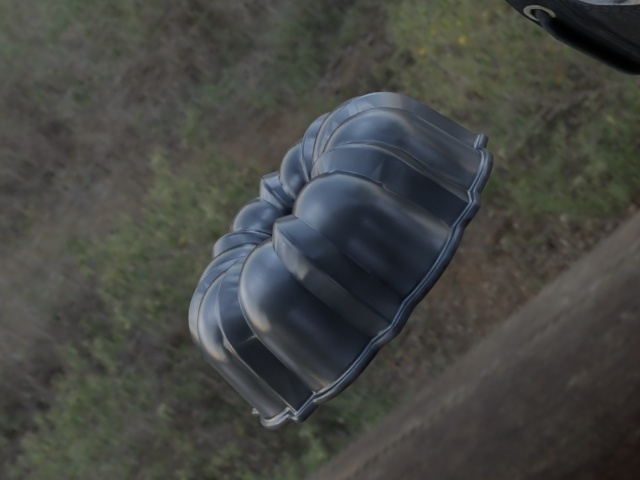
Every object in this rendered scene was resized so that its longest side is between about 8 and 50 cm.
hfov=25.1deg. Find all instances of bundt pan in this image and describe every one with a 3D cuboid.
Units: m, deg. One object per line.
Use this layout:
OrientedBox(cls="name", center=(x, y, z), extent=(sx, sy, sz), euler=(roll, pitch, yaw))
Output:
OrientedBox(cls="bundt pan", center=(0.000, 0.000, 1.283), extent=(0.331, 0.124, 0.331), euler=(-48, 14, 17))

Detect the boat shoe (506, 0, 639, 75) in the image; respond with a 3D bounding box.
OrientedBox(cls="boat shoe", center=(0.263, -0.154, 0.763), extent=(0.156, 0.500, 0.187), euler=(-4, 87, 45))
